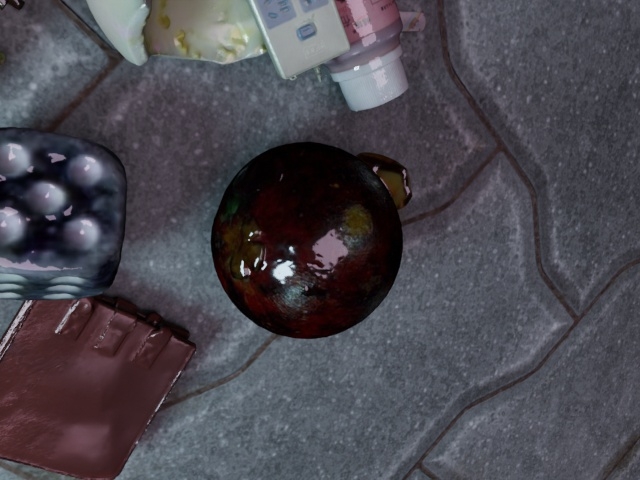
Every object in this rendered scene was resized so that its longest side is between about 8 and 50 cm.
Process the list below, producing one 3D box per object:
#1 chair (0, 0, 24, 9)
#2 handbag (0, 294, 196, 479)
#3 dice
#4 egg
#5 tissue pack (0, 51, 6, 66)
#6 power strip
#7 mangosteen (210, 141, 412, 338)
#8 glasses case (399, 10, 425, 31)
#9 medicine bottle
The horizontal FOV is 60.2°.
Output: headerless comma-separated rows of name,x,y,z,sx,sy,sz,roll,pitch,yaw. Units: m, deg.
chair,-0.449,-0.407,0.580,0.319,0.160,0.186,32,97,-28
handbag,-0.362,0.213,0.838,0.260,0.084,0.275,29,92,-27
dice,-0.349,-0.025,0.687,0.181,0.182,0.183,6,73,-29
egg,-0.201,-0.325,0.707,0.271,0.162,0.206,-29,106,-60
tissue pack,-0.512,-0.230,0.618,0.234,0.125,0.159,40,86,-26
power strip,-0.065,-0.370,0.684,0.106,0.043,0.367,-26,117,-2
mangosteen,-0.013,-0.004,0.821,0.311,0.311,0.311,-7,108,-21
glasses case,0.137,-0.363,0.916,0.083,0.021,0.032,-8,110,-21
medicine bottle,0.046,-0.326,0.820,0.147,0.147,0.247,-30,114,-13
